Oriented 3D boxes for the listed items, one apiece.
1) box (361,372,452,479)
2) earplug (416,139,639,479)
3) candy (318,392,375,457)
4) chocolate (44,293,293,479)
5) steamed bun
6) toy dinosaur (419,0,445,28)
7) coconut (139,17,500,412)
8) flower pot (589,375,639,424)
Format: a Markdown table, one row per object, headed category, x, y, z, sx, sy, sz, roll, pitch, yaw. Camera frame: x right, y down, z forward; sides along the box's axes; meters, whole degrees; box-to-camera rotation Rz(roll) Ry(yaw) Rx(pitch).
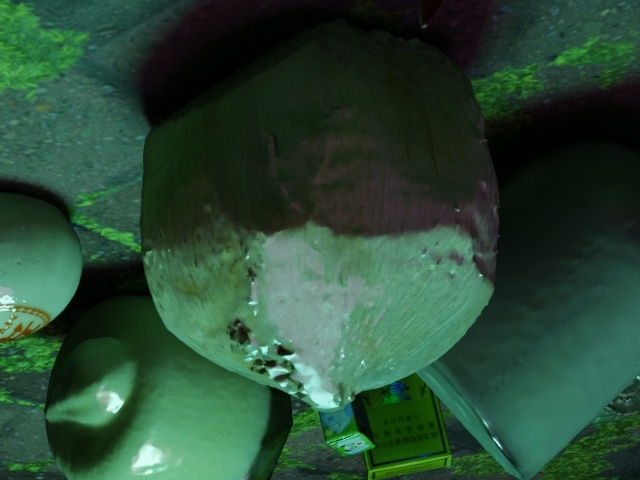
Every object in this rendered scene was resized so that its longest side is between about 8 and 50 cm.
| category | x | y | z | sx | sy | sz | roll | pitch | yaw |
| --- | --- | --- | --- | --- | --- | --- | --- | --- | --- |
| box | 0.124 | 0.273 | 2.311 | 0.141 | 0.220 | 0.064 | -11 | 155 | -3 |
| earplug | 0.294 | 0.063 | 1.761 | 0.394 | 0.312 | 0.312 | -41 | 154 | -3 |
| candy | 0.025 | 0.237 | 2.221 | 0.062 | 0.194 | 0.097 | -19 | 154 | 9 |
| chocolate | -0.245 | 0.235 | 1.964 | 0.297 | 0.314 | 0.326 | 6 | 114 | -35 |
| steamed bun | -0.400 | 0.049 | 1.688 | 0.231 | 0.145 | 0.232 | -10 | 155 | -4 |
| toy dinosaur | 0.122 | -0.310 | 1.181 | 0.206 | 0.113 | 0.327 | 5 | 153 | -32 |
| coconut | 0.000 | 0.000 | 1.496 | 0.404 | 0.405 | 0.404 | -9 | 156 | -4 |
| flower pot | 0.371 | 0.129 | 2.032 | 0.213 | 0.302 | 0.302 | -2 | 154 | -19 |
